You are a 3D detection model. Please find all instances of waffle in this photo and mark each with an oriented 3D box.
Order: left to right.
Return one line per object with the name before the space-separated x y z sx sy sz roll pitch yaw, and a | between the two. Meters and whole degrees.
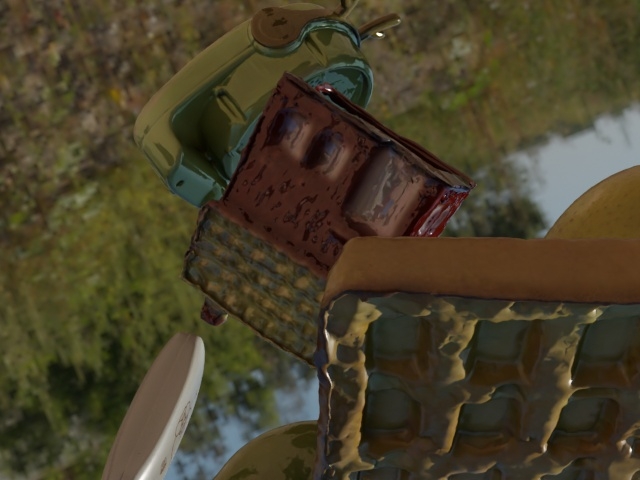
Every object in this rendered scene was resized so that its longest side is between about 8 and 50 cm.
waffle | 0.164 0.104 1.016 0.348 0.077 0.304 0 140 -4

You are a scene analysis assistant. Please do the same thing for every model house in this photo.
model house | 0.000 0.000 1.293 0.254 0.196 0.160 -58 169 14

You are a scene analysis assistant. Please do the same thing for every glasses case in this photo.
glasses case | -0.142 0.160 1.181 0.074 0.049 0.193 104 7 -46

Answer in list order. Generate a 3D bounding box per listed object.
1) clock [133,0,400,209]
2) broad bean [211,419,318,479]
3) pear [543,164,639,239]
clock | -0.041 -0.158 1.507 0.308 0.096 0.235 -41 157 7
broad bean | -0.010 0.303 1.411 0.291 0.238 0.119 -29 -173 10
pear | 0.448 0.081 1.725 0.418 0.362 0.362 -21 -177 24
